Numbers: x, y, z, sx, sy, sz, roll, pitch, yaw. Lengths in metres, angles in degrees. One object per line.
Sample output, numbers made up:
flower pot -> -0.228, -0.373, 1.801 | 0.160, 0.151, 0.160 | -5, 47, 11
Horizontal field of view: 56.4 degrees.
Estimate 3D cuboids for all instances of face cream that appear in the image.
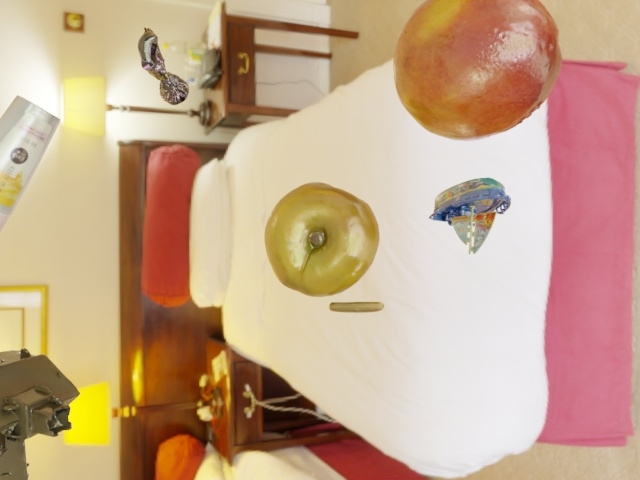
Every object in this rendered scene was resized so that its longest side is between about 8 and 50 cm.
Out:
face cream -> -0.598, -0.136, 1.127 | 0.073, 0.107, 0.269 | 25, 84, 49

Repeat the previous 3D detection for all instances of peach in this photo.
peach -> 0.000, 0.000, 1.277 | 0.153, 0.251, 0.251 | -9, -80, -74
peach -> 0.261, -0.293, 1.007 | 0.238, 0.281, 0.281 | -51, -18, -53

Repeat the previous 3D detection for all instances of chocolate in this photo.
chocolate -> -0.305, -0.321, 1.120 | 0.147, 0.070, 0.072 | 56, -160, -56

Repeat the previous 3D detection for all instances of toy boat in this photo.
toy boat -> 0.229, -0.032, 0.888 | 0.175, 0.091, 0.110 | 142, 134, -69

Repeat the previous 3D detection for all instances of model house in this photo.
model house -> -0.534, 0.319, 1.038 | 0.243, 0.211, 0.204 | 2, 97, 25

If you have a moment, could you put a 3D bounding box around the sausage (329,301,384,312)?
sausage -> 0.075, 0.139, 1.241 | 0.132, 0.024, 0.024 | -4, 86, 39
